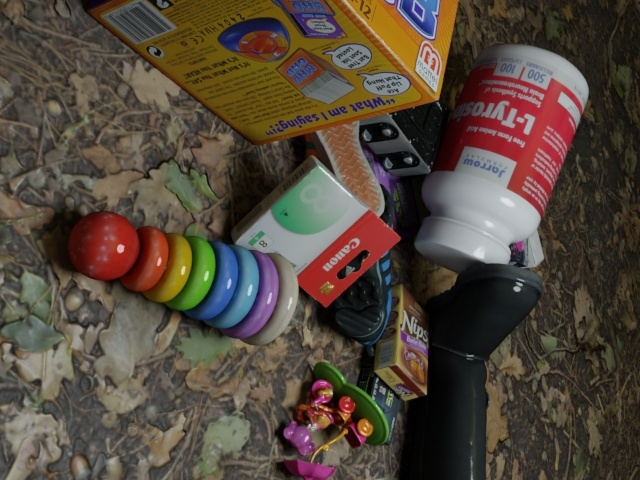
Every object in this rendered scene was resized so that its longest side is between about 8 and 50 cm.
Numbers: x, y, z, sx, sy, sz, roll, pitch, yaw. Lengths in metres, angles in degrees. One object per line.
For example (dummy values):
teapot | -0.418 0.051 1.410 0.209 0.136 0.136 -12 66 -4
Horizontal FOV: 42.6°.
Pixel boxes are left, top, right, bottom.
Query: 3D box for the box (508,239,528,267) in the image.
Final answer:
box | 0.341 -0.071 1.739 0.142 0.163 0.247 20 69 -48

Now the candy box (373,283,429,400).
candy box | 0.153 0.187 1.526 0.109 0.053 0.186 47 34 -34

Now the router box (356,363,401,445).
router box | 0.101 0.298 1.489 0.092 0.038 0.122 41 54 -39

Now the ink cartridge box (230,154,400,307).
ink cartridge box | 0.000 0.000 1.297 0.225 0.181 0.056 42 13 -26

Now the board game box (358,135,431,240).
board game box | 0.143 -0.178 1.615 0.208 0.056 0.346 -18 98 -54

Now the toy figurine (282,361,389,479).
toy figurine | 0.000 0.309 1.327 0.159 0.130 0.173 -37 90 -36

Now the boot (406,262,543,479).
boot | 0.265 0.297 1.467 0.146 0.367 0.445 15 68 -6

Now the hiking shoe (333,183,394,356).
hiking shoe | 0.075 0.043 1.474 0.132 0.113 0.304 68 27 -61

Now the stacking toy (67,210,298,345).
stacking toy | -0.190 0.046 1.124 0.330 0.141 0.141 21 68 -41

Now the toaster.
toaster | 0.147 -0.234 1.508 0.168 0.110 0.185 47 51 -36

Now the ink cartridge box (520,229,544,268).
ink cartridge box | 0.421 0.012 1.841 0.056 0.135 0.099 -28 105 -49

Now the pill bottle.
pill bottle | 0.329 -0.142 1.542 0.229 0.229 0.407 34 74 -42

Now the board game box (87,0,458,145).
board game box | -0.040 -0.404 1.189 0.356 0.357 0.356 37 57 -41

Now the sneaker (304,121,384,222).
sneaker | 0.012 -0.144 1.421 0.108 0.121 0.302 -3 67 -31
